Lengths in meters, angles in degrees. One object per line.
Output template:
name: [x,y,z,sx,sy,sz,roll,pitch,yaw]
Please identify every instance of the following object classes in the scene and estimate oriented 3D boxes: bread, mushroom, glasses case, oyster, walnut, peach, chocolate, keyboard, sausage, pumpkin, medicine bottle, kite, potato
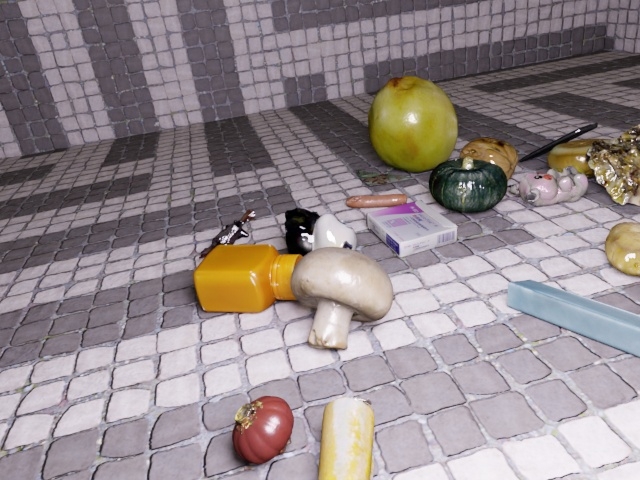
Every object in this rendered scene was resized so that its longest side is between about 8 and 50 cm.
bread: [0.794,-0.244,1.515,0.214,0.104,0.213,-9,14,2]
mushroom: [0.033,0.116,0.969,0.205,0.204,0.204,-7,26,3]
glasses case: [0.481,0.139,0.918,0.105,0.056,0.266,1,15,-42]
oyster: [0.831,-0.200,1.354,0.214,0.083,0.222,-19,68,-12]
walnut: [0.509,-0.242,1.556,0.156,0.155,0.184,-28,37,-34]
peach: [0.310,-0.387,1.722,0.315,0.315,0.281,10,41,7]
chocolate: [0.030,0.314,0.667,0.086,0.085,0.219,-3,31,11]
keyboard: [0.749,-0.308,1.603,0.106,0.016,0.262,-18,-5,-21]
sausage: [0.167,-0.120,1.523,0.187,0.043,0.043,-2,27,13]
pumpkin: [0.408,-0.159,1.404,0.212,0.151,0.211,-2,12,1]
medicine bottle: [-0.151,0.082,1.130,0.222,0.111,0.149,-1,27,15]
medicine bottle: [0.236,-0.034,1.323,0.171,0.052,0.201,-14,29,-13]
kite: [0.226,-0.230,1.758,0.230,0.012,0.250,11,32,28]
potato: [0.659,0.016,1.064,0.107,0.079,0.170,4,24,24]

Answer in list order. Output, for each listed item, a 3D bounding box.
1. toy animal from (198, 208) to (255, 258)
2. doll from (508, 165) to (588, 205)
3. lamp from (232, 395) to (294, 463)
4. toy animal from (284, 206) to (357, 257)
toy animal: [-0.265,-0.008,1.395,0.202,0.070,0.105,-42,-2,-37]
doll: [0.629,-0.146,1.384,0.192,0.095,0.149,-7,20,7]
lamp: [-0.084,0.279,0.747,0.101,0.090,0.101,-38,20,17]
toy animal: [0.000,0.000,1.224,0.179,0.166,0.138,7,73,12]
